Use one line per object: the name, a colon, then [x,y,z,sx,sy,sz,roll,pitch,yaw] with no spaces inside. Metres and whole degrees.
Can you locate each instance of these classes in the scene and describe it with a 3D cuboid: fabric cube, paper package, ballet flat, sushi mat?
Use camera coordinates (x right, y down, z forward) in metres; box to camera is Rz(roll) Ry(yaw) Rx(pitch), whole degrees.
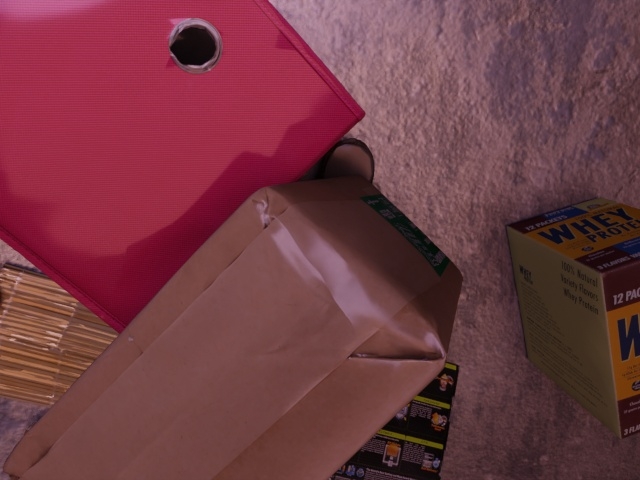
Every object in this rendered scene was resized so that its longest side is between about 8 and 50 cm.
fabric cube: [-0.162,-0.123,0.556,0.258,0.259,0.254,-44,111,3]
paper package: [-0.038,0.100,0.556,0.309,0.325,0.168,-45,84,14]
ballet flat: [0.000,0.000,0.739,0.084,0.058,0.250,16,106,-8]
sushi mat: [-0.230,0.142,0.744,0.316,0.019,0.151,19,100,-17]

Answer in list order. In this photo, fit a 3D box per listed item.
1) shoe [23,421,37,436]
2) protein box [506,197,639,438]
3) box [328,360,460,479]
shoe: [-0.284,0.310,0.751,0.058,0.076,0.219,-14,106,-3]
protein box: [0.341,0.078,0.753,0.136,0.200,0.201,-17,108,-7]
box: [0.067,0.218,0.778,0.190,0.045,0.184,18,72,-16]
